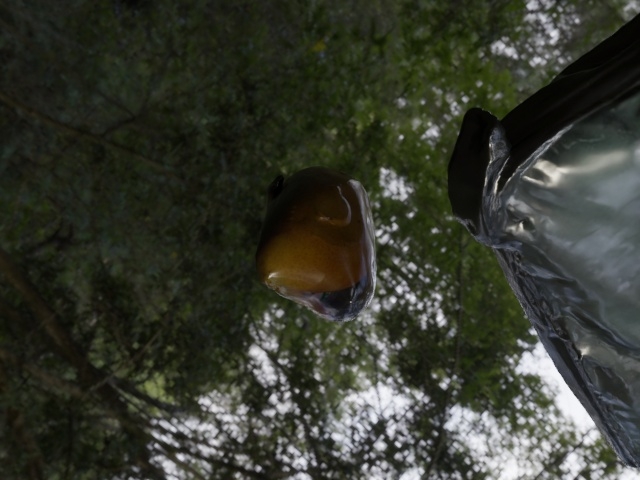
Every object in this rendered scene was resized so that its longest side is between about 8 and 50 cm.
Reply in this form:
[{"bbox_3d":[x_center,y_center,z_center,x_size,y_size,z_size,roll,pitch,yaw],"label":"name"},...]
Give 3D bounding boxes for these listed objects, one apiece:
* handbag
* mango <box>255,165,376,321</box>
[{"bbox_3d":[0.201,0.008,0.429,0.192,0.332,0.075,-38,-141,4],"label":"handbag"},{"bbox_3d":[0.000,0.000,1.136,0.153,0.201,0.287,-7,-146,6],"label":"mango"}]
